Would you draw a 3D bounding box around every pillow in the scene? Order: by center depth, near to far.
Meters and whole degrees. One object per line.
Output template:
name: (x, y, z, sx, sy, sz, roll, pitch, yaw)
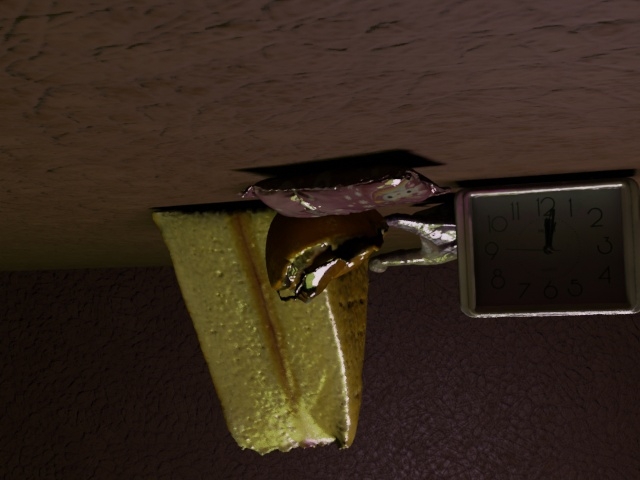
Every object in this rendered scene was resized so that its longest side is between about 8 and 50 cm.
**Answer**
pillow: (0.021, -0.048, 0.770, 0.185, 0.043, 0.118, -7, 171, 28)

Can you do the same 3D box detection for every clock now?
clock: (0.246, 0.006, 0.892, 0.192, 0.146, 0.071, -2, -179, 17)

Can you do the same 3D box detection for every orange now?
orange: (0.000, 0.000, 0.919, 0.160, 0.112, 0.170, -34, -173, -31)

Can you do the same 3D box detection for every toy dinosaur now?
toy dinosaur: (0.189, -0.019, 1.074, 0.294, 0.077, 0.162, -16, 178, -23)

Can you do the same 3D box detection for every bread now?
bread: (-0.065, 0.136, 1.123, 0.233, 0.361, 0.245, -3, 178, 21)
